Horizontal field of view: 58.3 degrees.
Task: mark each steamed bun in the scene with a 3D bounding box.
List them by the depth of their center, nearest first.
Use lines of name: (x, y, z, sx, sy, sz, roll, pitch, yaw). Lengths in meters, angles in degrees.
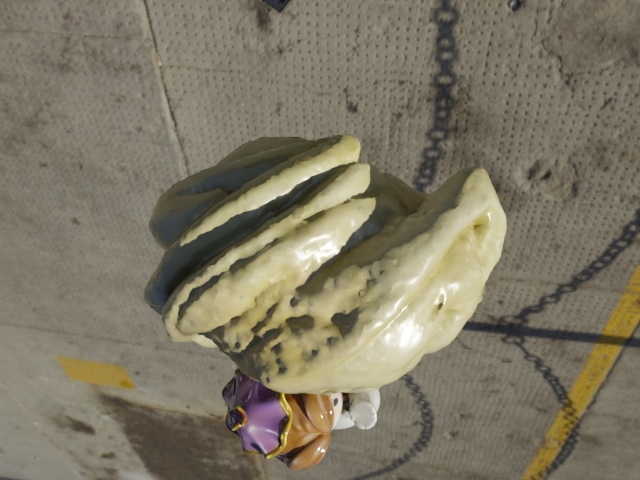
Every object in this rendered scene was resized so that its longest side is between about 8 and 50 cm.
steamed bun: (-0.005, 0.001, 0.625, 0.372, 0.325, 0.230, 5, 114, 31)

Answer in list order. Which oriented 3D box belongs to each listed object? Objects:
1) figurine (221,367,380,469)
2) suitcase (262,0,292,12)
figurine: (-0.016, 0.207, 0.771, 0.190, 0.263, 0.142, 14, 101, 27)
suitcase: (-0.063, -0.841, 1.629, 0.152, 0.229, 0.335, 32, 154, -23)
